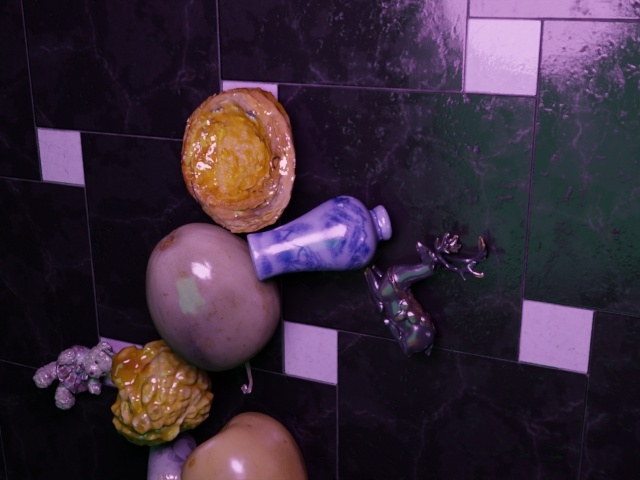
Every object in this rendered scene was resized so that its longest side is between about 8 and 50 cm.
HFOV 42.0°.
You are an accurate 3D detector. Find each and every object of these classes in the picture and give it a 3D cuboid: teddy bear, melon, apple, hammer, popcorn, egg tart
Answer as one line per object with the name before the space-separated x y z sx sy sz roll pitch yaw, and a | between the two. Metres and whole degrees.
teddy bear | -0.544 0.295 1.938 0.213 0.111 0.133 -27 116 6
melon | -0.206 0.111 1.613 0.272 0.272 0.308 18 144 20
apple | -0.156 0.489 1.706 0.262 0.262 0.262 8 109 23
hammer | -0.290 0.583 1.876 0.113 0.202 0.305 -21 115 5
popcorn | -0.361 0.323 1.796 0.251 0.206 0.237 21 132 37
egg tart | -0.145 -0.152 1.584 0.291 0.107 0.290 1 92 35

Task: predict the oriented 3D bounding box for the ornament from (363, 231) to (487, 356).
ornament | 0.214 0.092 1.508 0.236 0.080 0.202 -30 88 30

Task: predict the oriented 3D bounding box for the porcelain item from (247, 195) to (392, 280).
porcelain item | 0.000 0.000 1.516 0.259 0.141 0.141 -15 101 -5
